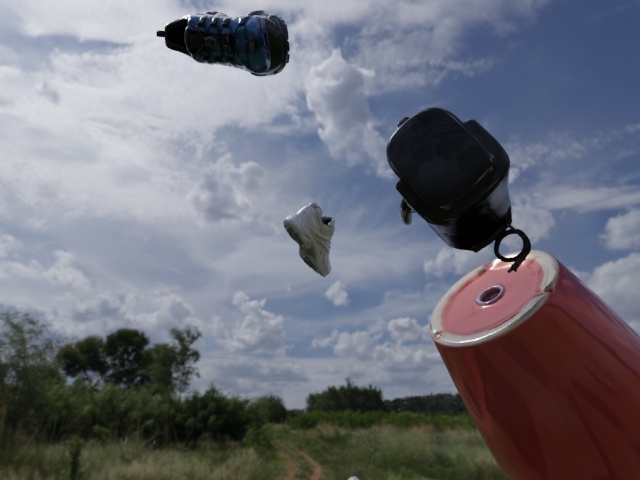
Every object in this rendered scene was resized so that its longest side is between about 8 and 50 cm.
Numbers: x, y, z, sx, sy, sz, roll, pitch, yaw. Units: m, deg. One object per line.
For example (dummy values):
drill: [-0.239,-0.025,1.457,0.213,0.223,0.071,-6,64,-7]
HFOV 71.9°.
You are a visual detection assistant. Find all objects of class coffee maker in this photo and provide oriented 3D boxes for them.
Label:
coffee maker: [0.171,-0.055,0.511,0.171,0.120,0.178,29,3,25]

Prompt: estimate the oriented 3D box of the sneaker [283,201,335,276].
sneaker: [0.000,0.000,1.085,0.115,0.090,0.232,-42,-37,-15]

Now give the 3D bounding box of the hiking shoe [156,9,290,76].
hiking shoe: [-0.178,-0.361,0.820,0.132,0.304,0.113,-27,-53,-33]

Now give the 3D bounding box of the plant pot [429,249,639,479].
plant pot: [0.302,0.164,0.618,0.243,0.275,0.274,51,-44,-9]

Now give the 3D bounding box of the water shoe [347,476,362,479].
water shoe: [0.037,0.526,0.835,0.080,0.073,0.203,-20,-51,-37]
